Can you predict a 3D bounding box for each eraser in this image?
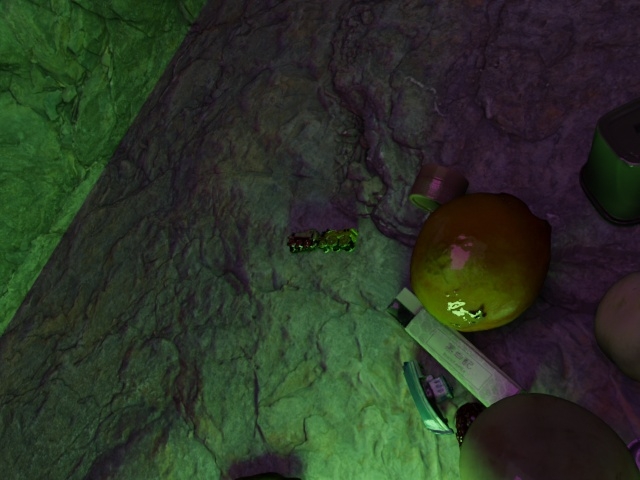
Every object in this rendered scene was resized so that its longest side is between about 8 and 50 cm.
[{"bbox_3d":[0.346,0.286,1.406,0.096,0.098,0.404,-50,54,3],"label":"eraser"}]

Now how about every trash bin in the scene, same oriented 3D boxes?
[{"bbox_3d":[0.761,-0.197,1.288,0.219,0.250,0.219,-27,58,10],"label":"trash bin"}]

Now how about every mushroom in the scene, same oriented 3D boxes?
[{"bbox_3d":[0.742,0.197,1.165,0.235,0.254,0.260,25,69,-9],"label":"mushroom"},{"bbox_3d":[0.470,0.511,1.128,0.363,0.294,0.362,2,45,-2],"label":"mushroom"}]

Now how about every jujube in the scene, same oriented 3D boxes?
[{"bbox_3d":[0.378,0.482,1.311,0.104,0.104,0.165,-33,44,14],"label":"jujube"}]

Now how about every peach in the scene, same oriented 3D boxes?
[{"bbox_3d":[0.398,0.042,1.361,0.372,0.290,0.372,-45,23,26],"label":"peach"}]

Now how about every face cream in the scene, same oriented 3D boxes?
[{"bbox_3d":[0.344,-0.144,1.564,0.149,0.149,0.104,19,81,35],"label":"face cream"}]

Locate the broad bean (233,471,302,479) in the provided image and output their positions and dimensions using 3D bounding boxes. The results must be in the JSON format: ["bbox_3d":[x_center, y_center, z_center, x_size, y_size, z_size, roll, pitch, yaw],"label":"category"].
[{"bbox_3d":[-0.161,0.718,1.540,0.318,0.056,0.098,-24,65,25],"label":"broad bean"}]

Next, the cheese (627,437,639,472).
[{"bbox_3d":[0.739,0.468,1.135,0.191,0.042,0.105,-15,64,23],"label":"cheese"}]

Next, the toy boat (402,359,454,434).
[{"bbox_3d":[0.294,0.400,1.394,0.102,0.088,0.215,-28,57,13],"label":"toy boat"}]

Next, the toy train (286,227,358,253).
[{"bbox_3d":[0.000,0.000,1.762,0.250,0.053,0.085,-2,60,30],"label":"toy train"}]
